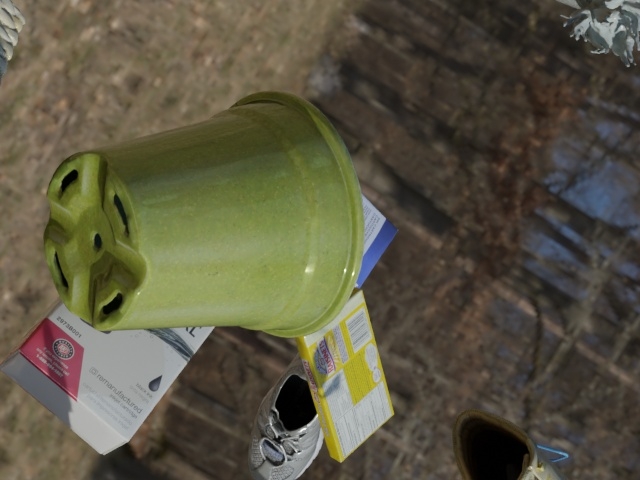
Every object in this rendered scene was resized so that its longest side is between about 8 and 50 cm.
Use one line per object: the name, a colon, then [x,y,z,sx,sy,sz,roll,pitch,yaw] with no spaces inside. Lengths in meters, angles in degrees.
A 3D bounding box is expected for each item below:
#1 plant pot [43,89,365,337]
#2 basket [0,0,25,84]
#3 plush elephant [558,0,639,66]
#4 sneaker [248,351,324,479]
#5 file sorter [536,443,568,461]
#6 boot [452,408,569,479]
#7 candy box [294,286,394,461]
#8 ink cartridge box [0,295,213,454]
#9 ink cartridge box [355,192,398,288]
plant pot: [-0.139,-0.013,1.359,0.276,0.254,0.276,12,-74,47]
basket: [-0.670,-0.305,1.937,0.267,0.331,0.328,-6,-125,27]
plush elephant: [0.264,-0.331,1.101,0.330,0.272,0.255,-89,-164,-57]
sneaker: [-0.048,0.243,1.779,0.115,0.105,0.281,-41,157,-55]
file sorter: [0.277,0.372,1.848,0.118,0.105,0.170,102,5,-75]
boot: [0.244,0.298,1.332,0.095,0.203,0.262,-38,-135,4]
candy box: [0.031,0.167,1.610,0.105,0.205,0.027,-35,-143,-30]
ink cartridge box: [-0.250,0.116,1.608,0.237,0.172,0.100,-54,-169,-33]
ink cartridge box: [0.000,0.000,1.939,0.065,0.311,0.185,27,-101,42]
